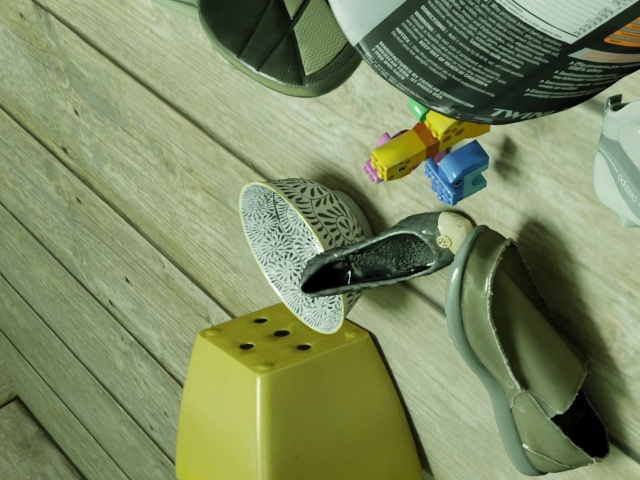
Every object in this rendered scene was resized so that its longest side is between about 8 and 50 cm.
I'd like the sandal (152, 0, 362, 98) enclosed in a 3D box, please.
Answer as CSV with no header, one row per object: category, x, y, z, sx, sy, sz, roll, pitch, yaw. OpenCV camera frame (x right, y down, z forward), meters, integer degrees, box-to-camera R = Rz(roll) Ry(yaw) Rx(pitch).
sandal,-0.050,-0.185,1.007,0.303,0.120,0.086,41,169,49

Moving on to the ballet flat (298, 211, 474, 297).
ballet flat,0.058,0.019,1.150,0.173,0.049,0.057,-21,106,30

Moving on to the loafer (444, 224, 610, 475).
loafer,0.176,0.091,1.059,0.087,0.094,0.251,0,131,36

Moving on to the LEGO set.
LEGO set,0.070,-0.080,0.974,0.087,0.093,0.227,56,168,25

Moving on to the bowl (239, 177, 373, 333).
bowl,0.000,0.000,1.291,0.170,0.080,0.170,45,154,30

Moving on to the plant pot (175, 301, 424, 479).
plant pot,-0.033,0.184,1.448,0.212,0.212,0.187,26,127,52

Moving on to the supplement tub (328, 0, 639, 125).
supplement tub,0.143,-0.193,0.611,0.207,0.207,0.338,59,156,0

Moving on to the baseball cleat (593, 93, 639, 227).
baseball cleat,0.242,-0.029,0.783,0.206,0.072,0.109,32,138,41
